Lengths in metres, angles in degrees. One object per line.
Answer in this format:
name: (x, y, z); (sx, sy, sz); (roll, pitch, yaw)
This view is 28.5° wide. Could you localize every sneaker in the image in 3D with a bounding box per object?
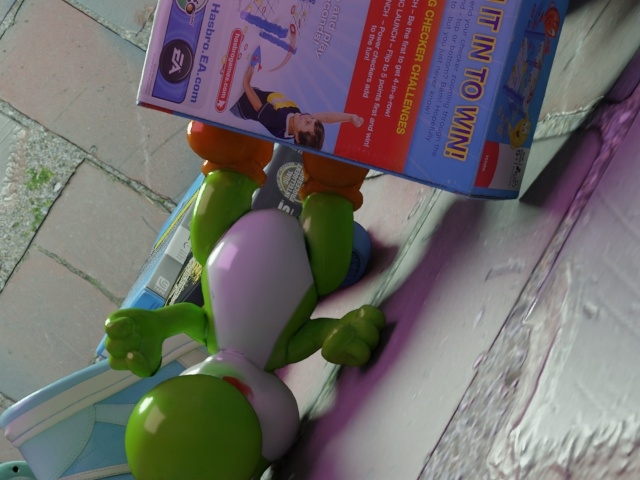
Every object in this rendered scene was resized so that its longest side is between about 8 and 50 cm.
sneaker: (0.000, 0.000, 1.277); (0.090, 0.081, 0.232); (-68, 13, -20)
sneaker: (-0.151, 0.206, 1.326); (0.319, 0.208, 0.127); (-24, -7, -21)

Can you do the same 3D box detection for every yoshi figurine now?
yoshi figurine: (-0.068, 0.076, 1.051); (0.203, 0.203, 0.362); (6, 82, 52)

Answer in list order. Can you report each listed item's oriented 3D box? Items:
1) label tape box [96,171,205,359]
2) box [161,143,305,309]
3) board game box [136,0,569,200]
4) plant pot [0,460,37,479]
label tape box: (-0.257, 0.052, 2.268); (0.240, 0.106, 0.334); (-47, 15, 46)
box: (-0.079, -0.048, 1.749); (0.318, 0.097, 0.395); (-42, 20, 50)
board game box: (0.033, -0.214, 0.932); (0.086, 0.302, 0.308); (1, -75, -59)
plant pot: (-0.536, 0.473, 2.015); (0.255, 0.271, 0.272); (-29, 28, 41)
